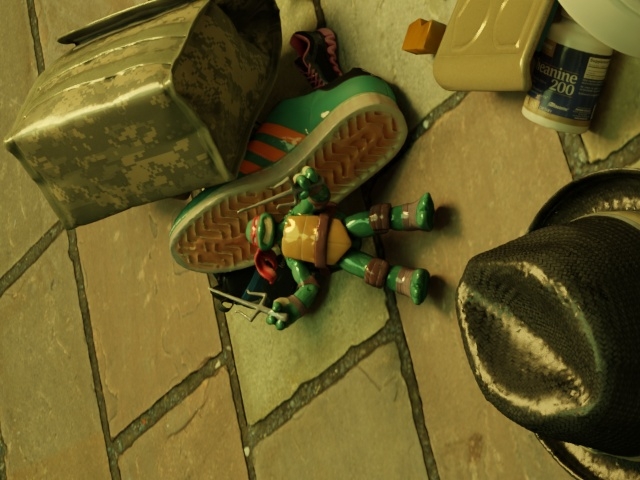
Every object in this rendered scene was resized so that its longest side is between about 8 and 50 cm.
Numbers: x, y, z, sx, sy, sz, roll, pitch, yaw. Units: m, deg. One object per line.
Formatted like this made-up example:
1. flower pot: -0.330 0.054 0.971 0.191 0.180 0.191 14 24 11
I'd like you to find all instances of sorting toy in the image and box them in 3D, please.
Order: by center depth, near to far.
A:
1. sorting toy: 0.177 -0.257 1.867 0.307 0.041 0.229 13 86 70

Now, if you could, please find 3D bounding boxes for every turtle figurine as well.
1. turtle figurine: 0.000 0.000 1.993 0.118 0.234 0.175 -55 -33 -68

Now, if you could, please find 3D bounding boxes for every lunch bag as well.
1. lunch bag: -0.187 -0.178 2.110 0.235 0.169 0.287 -15 34 27

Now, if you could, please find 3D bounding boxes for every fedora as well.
1. fedora: 0.230 0.082 1.687 0.334 0.152 0.334 -9 79 55

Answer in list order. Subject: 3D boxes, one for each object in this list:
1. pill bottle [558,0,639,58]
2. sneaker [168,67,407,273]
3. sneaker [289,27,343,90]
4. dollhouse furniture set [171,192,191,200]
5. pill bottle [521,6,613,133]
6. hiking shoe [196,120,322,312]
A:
1. pill bottle: 0.356 -0.322 1.474 0.407 0.229 0.229 -43 53 46
2. sneaker: -0.042 -0.078 2.082 0.302 0.108 0.121 -34 34 10
3. sneaker: -0.004 -0.191 2.143 0.047 0.057 0.119 -44 53 42
4. dollhouse furniture set: -0.230 -0.164 2.291 0.198 0.151 0.301 -64 21 -7
5. pill bottle: 0.237 -0.166 1.775 0.067 0.067 0.120 36 116 51
6. hiking shoe: -0.100 -0.044 2.199 0.113 0.132 0.304 -58 42 34
